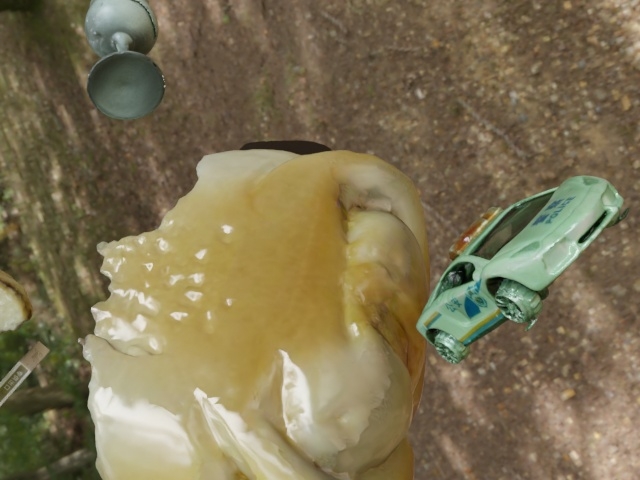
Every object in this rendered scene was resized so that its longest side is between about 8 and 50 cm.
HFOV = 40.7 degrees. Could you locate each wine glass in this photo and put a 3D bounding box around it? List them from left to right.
[{"bbox_3d":[-0.208,-0.209,0.911,0.195,0.079,0.079,-110,12,-49],"label":"wine glass"}]

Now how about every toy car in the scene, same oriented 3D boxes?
[{"bbox_3d":[0.107,0.012,0.498,0.058,0.093,0.186,45,159,6],"label":"toy car"}]

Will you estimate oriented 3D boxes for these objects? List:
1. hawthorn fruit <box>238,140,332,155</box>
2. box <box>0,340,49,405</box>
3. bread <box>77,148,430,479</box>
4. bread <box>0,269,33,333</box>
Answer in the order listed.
[{"bbox_3d":[-0.050,-0.033,1.480,0.316,0.316,0.316,51,154,37],"label":"hawthorn fruit"},{"bbox_3d":[-0.491,0.243,1.298,0.029,0.198,0.109,42,-175,-8],"label":"box"},{"bbox_3d":[-0.036,0.087,0.791,0.245,0.424,0.329,-24,127,38],"label":"bread"},{"bbox_3d":[-0.559,0.088,1.203,0.224,0.183,0.211,19,167,48],"label":"bread"}]
